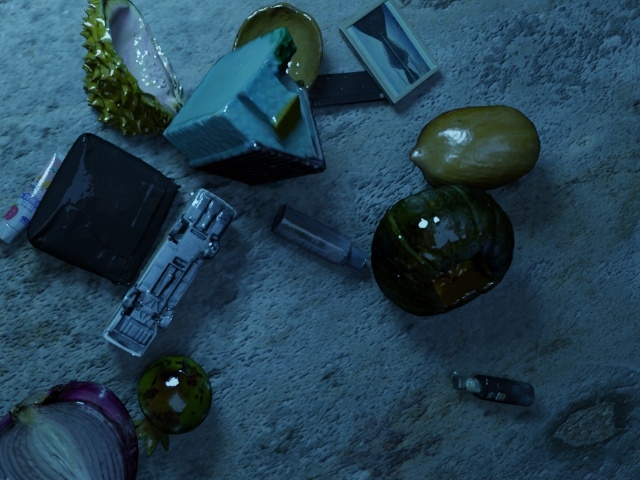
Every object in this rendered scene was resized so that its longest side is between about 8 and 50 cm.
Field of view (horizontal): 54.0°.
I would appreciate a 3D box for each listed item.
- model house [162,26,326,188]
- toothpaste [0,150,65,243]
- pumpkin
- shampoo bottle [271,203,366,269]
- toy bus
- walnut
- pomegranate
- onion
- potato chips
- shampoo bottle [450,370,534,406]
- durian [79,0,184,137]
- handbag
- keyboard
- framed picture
[{"bbox_3d":[-0.101,-0.214,1.195,0.248,0.280,0.230,42,65,-30],"label":"model house"},{"bbox_3d":[-0.545,-0.079,1.209,0.067,0.043,0.195,41,77,-15],"label":"toothpaste"},{"bbox_3d":[0.257,0.021,1.325,0.320,0.192,0.321,-13,135,-14],"label":"pumpkin"},{"bbox_3d":[0.000,0.000,1.354,0.214,0.072,0.072,27,86,-16],"label":"shampoo bottle"},{"bbox_3d":[-0.295,0.060,1.236,0.097,0.138,0.343,34,85,-16],"label":"toy bus"},{"bbox_3d":[0.333,-0.203,1.374,0.297,0.203,0.203,-3,94,-12],"label":"walnut"},{"bbox_3d":[-0.309,0.326,1.243,0.156,0.156,0.220,44,92,-14],"label":"pomegranate"},{"bbox_3d":[-0.446,0.419,1.199,0.267,0.159,0.349,-23,104,11],"label":"onion"},{"bbox_3d":[-0.086,-0.379,1.307,0.195,0.062,0.208,-17,99,2],"label":"potato chips"},{"bbox_3d":[0.408,0.351,1.497,0.207,0.063,0.057,14,99,-18],"label":"shampoo bottle"},{"bbox_3d":[-0.371,-0.337,1.168,0.185,0.195,0.305,-18,100,-8],"label":"durian"},{"bbox_3d":[-0.414,-0.055,1.213,0.223,0.080,0.247,29,86,-25],"label":"handbag"},{"bbox_3d":[0.073,-0.335,1.381,0.231,0.023,0.072,-10,89,-16],"label":"keyboard"},{"bbox_3d":[0.155,-0.422,1.387,0.150,0.015,0.203,-38,97,-15],"label":"framed picture"}]
